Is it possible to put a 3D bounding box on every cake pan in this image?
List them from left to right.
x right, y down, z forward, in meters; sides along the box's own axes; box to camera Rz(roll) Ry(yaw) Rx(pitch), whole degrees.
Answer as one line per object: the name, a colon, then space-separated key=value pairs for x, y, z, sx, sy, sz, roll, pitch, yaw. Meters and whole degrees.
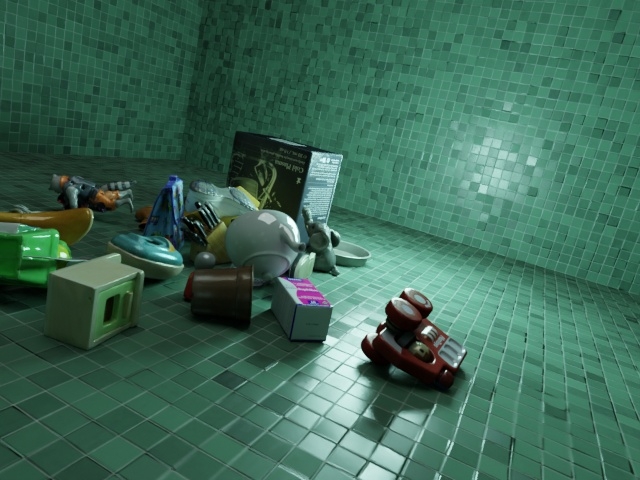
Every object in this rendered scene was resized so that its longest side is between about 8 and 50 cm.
cake pan: x=0.093 y=0.057 z=2.264 sx=0.293 sy=0.054 sz=0.293 roll=12 pitch=13 yaw=-3

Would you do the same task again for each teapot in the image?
teapot: x=-0.179 y=0.041 z=1.481 sx=0.252 sy=0.256 sz=0.187 roll=-6 pitch=58 yaw=-6

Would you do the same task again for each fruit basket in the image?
fruit basket: x=-0.792 y=0.031 z=1.295 sx=0.327 sy=0.165 sz=0.353 roll=4 pitch=3 yaw=3

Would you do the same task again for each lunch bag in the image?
lunch bag: x=-0.572 y=-0.101 z=1.771 sx=0.138 sy=0.293 sz=0.221 roll=11 pitch=14 yaw=-8

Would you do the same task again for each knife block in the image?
knife block: x=-0.394 y=-0.034 z=1.775 sx=0.088 sy=0.242 sz=0.276 roll=22 pitch=16 yaw=31

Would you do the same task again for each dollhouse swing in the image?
dollhouse swing: x=-0.397 y=-0.052 z=2.067 sx=0.315 sy=0.305 sz=0.347 roll=-36 pitch=17 yaw=-24

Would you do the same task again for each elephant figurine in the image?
elephant figurine: x=0.000 y=0.000 z=2.007 sx=0.186 sy=0.239 sz=0.169 roll=10 pitch=13 yaw=-14

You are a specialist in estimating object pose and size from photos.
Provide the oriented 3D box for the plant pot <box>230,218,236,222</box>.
plant pot: x=-0.210 y=-0.006 z=1.840 sx=0.167 sy=0.188 sz=0.187 roll=-8 pitch=1 yaw=33

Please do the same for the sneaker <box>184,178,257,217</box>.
sneaker: x=-0.381 y=-0.138 z=1.824 sx=0.297 sy=0.129 sz=0.111 roll=15 pitch=32 yaw=-36

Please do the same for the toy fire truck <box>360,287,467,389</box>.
toy fire truck: x=0.272 y=0.284 z=1.311 sx=0.254 sy=0.169 sz=0.302 roll=37 pitch=22 yaw=17

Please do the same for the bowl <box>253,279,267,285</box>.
bowl: x=-0.233 y=0.110 z=1.682 sx=0.170 sy=0.080 sz=0.170 roll=12 pitch=13 yaw=-3

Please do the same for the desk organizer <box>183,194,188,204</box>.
desk organizer: x=-0.552 y=-0.197 z=2.139 sx=0.130 sy=0.050 sz=0.047 roll=-27 pitch=15 yaw=6

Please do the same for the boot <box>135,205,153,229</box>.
boot: x=-0.744 y=-0.088 z=2.054 sx=0.197 sy=0.073 sz=0.152 roll=-2 pitch=27 yaw=15

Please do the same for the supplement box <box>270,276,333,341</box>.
supplement box: x=-0.061 y=0.199 z=1.410 sx=0.111 sy=0.114 sz=0.220 roll=6 pitch=13 yaw=-23

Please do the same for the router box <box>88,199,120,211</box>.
router box: x=-1.026 y=-0.179 z=2.206 sx=0.133 sy=0.046 sz=0.179 roll=13 pitch=14 yaw=-2

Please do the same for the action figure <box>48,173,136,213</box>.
action figure: x=-0.975 y=-0.222 z=2.043 sx=0.330 sy=0.178 sz=0.341 roll=10 pitch=28 yaw=-25

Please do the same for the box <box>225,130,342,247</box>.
box: x=-0.202 y=-0.255 z=2.371 sx=0.480 sy=0.472 sz=0.297 roll=21 pitch=16 yaw=29

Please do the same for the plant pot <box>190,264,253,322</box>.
plant pot: x=-0.276 y=0.149 z=1.345 sx=0.165 sy=0.167 sz=0.167 roll=2 pitch=15 yaw=-10

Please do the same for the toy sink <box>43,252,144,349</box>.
toy sink: x=-0.518 y=0.137 z=1.148 sx=0.131 sy=0.153 sz=0.234 roll=15 pitch=12 yaw=11

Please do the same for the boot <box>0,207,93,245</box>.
boot: x=-0.840 y=-0.045 z=1.388 sx=0.295 sy=0.104 sz=0.211 roll=-19 pitch=-22 yaw=22

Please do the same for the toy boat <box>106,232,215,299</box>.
toy boat: x=-0.470 y=0.058 z=1.466 sx=0.318 sy=0.148 sz=0.267 roll=23 pitch=-1 yaw=18

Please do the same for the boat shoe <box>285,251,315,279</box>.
boat shoe: x=-0.097 y=0.092 z=1.788 sx=0.113 sy=0.127 sz=0.340 roll=13 pitch=12 yaw=6

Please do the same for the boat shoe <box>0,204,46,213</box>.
boat shoe: x=-1.058 y=-0.072 z=1.606 sx=0.118 sy=0.103 sz=0.320 roll=19 pitch=15 yaw=24
